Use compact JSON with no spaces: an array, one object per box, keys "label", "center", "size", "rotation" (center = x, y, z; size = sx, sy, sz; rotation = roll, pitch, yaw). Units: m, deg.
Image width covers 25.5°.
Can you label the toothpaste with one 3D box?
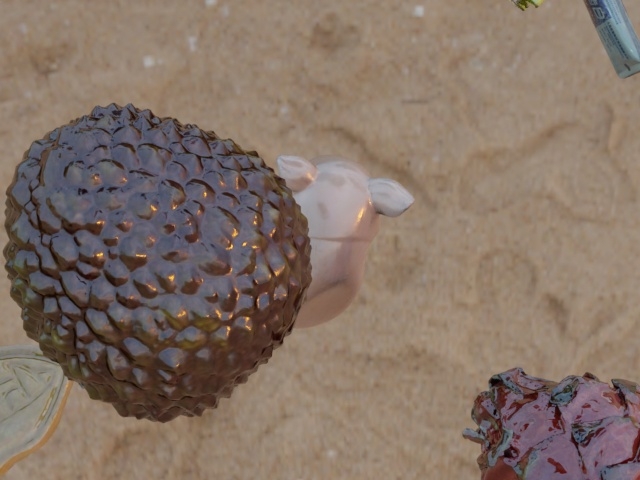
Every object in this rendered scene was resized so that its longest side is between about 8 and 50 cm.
[{"label":"toothpaste","center":[0.313,-0.295,1.619],"size":[0.038,0.060,0.233],"rotation":[-22,89,-22]}]

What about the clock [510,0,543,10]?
[{"label":"clock","center":[0.133,-0.351,1.469],"size":[0.293,0.071,0.277],"rotation":[39,9,-8]}]

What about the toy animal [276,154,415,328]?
[{"label":"toy animal","center":[-0.007,0.003,1.779],"size":[0.166,0.250,0.154],"rotation":[1,38,-24]}]

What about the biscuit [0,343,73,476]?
[{"label":"biscuit","center":[-0.365,0.191,1.545],"size":[0.220,0.029,0.142],"rotation":[-34,61,-3]}]

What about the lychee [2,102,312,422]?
[{"label":"lychee","center":[-0.129,0.014,1.101],"size":[0.236,0.271,0.236],"rotation":[-22,49,29]}]

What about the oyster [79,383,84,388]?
[{"label":"oyster","center":[-0.222,0.078,1.773],"size":[0.112,0.198,0.268],"rotation":[23,86,29]}]

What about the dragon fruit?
[{"label":"dragon fruit","center":[0.294,0.262,1.570],"size":[0.244,0.244,0.299],"rotation":[-28,65,-22]}]
